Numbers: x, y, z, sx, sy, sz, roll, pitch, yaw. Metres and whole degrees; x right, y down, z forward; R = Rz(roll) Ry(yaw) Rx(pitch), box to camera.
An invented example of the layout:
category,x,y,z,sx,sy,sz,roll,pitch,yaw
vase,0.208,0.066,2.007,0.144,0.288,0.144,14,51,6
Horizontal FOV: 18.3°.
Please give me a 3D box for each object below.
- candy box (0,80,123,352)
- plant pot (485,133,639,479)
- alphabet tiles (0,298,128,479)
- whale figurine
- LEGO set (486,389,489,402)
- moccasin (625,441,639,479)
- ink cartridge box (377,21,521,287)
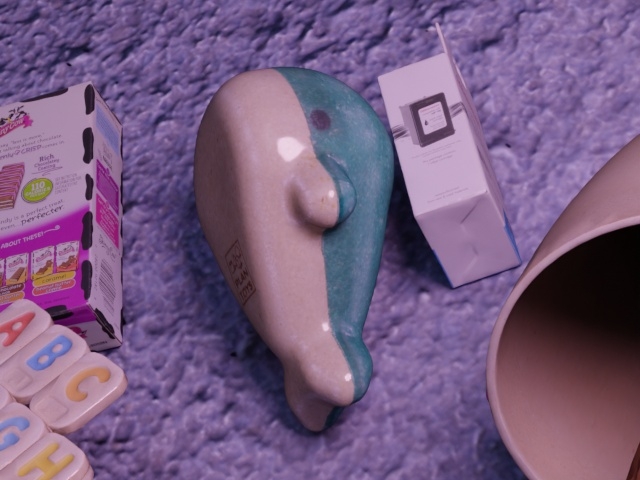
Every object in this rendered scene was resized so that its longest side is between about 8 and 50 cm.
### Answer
category,x,y,z,sx,sy,sz,roll,pitch,yaw
candy box,-0.248,-0.007,1.653,0.159,0.071,0.233,-14,54,14
plant pot,0.260,0.024,1.314,0.256,0.256,0.274,-5,29,20
alphabet tiles,-0.287,0.151,1.452,0.278,0.021,0.284,-38,38,-19
whale figurine,0.000,0.000,1.490,0.141,0.216,0.272,-10,72,-22
LEGO set,0.105,0.221,1.306,0.107,0.132,0.287,-7,32,25
moccasin,0.216,0.184,1.148,0.139,0.147,0.380,29,111,12
ink cartridge box,0.096,-0.067,1.529,0.060,0.104,0.180,-20,51,9
